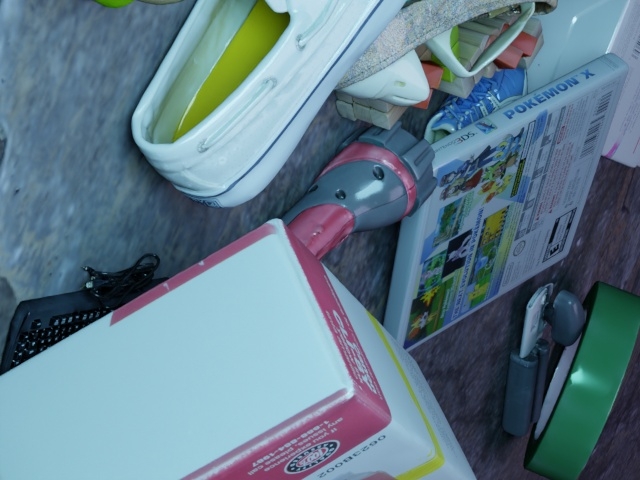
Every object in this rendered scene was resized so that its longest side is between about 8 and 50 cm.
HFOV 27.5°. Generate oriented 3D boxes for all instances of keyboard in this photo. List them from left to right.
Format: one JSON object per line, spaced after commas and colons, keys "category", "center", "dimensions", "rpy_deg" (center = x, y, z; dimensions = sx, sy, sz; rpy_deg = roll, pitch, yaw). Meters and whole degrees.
{"category": "keyboard", "center": [-0.174, 0.067, 1.060], "dimensions": [0.192, 0.038, 0.100], "rpy_deg": [-11, 119, -59]}

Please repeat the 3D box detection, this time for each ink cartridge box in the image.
{"category": "ink cartridge box", "center": [-0.055, 0.176, 1.089], "dimensions": [0.279, 0.160, 0.384], "rpy_deg": [-31, 152, 7]}
{"category": "ink cartridge box", "center": [0.376, -0.219, 1.733], "dimensions": [0.353, 0.119, 0.207], "rpy_deg": [9, 103, -61]}

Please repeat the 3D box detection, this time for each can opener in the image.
{"category": "can opener", "center": [0.340, 0.190, 1.998], "dimensions": [0.076, 0.095, 0.283], "rpy_deg": [-39, 141, -41]}

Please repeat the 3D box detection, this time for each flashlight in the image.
{"category": "flashlight", "center": [0.000, 0.000, 1.237], "dimensions": [0.304, 0.103, 0.103], "rpy_deg": [-47, 174, -41]}

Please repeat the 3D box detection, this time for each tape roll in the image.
{"category": "tape roll", "center": [0.412, 0.224, 2.058], "dimensions": [0.321, 0.077, 0.321], "rpy_deg": [22, 90, -82]}

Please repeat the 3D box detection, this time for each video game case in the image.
{"category": "video game case", "center": [0.207, -0.035, 1.515], "dimensions": [0.300, 0.036, 0.329], "rpy_deg": [-28, 147, -27]}

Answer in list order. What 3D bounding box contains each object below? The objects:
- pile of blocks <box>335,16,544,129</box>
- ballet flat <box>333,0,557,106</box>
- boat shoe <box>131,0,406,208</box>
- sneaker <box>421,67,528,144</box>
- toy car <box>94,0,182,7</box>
{"category": "pile of blocks", "center": [0.149, -0.220, 1.340], "dimensions": [0.362, 0.113, 0.148], "rpy_deg": [-32, 137, -48]}
{"category": "ballet flat", "center": [0.092, -0.184, 1.172], "dimensions": [0.316, 0.107, 0.106], "rpy_deg": [-29, 102, -19]}
{"category": "boat shoe", "center": [-0.035, -0.209, 1.022], "dimensions": [0.367, 0.136, 0.156], "rpy_deg": [-55, 149, -2]}
{"category": "sneaker", "center": [0.171, -0.135, 1.475], "dimensions": [0.211, 0.080, 0.081], "rpy_deg": [-65, 155, -7]}
{"category": "toy car", "center": [-0.102, -0.209, 0.819], "dimensions": [0.155, 0.188, 0.148], "rpy_deg": [19, 94, -63]}
